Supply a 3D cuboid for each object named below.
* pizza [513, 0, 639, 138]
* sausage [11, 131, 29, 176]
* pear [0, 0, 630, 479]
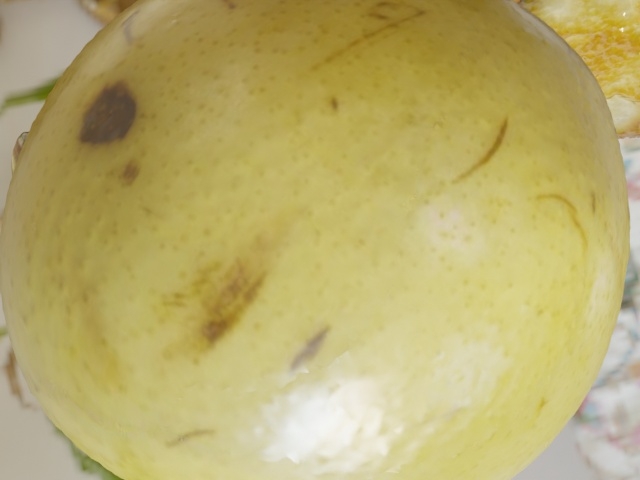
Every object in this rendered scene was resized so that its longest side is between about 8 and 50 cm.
[{"bbox_3d":[0.184,-0.186,1.518,0.440,0.406,0.130,36,-141,-57],"label":"pizza"},{"bbox_3d":[-0.233,-0.017,1.622,0.371,0.082,0.082,-128,29,-58],"label":"sausage"},{"bbox_3d":[0.000,0.000,0.969,0.348,0.348,0.348,166,90,-73],"label":"pear"}]
